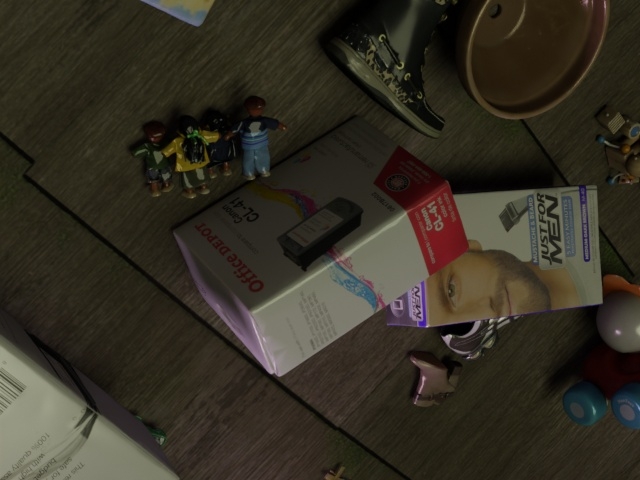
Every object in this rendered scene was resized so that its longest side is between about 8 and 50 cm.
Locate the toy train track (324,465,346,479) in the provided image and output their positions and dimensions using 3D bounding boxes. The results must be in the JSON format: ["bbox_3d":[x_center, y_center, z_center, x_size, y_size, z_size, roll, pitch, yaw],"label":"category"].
[{"bbox_3d":[0.030,0.383,2.178,0.083,0.014,0.048,33,90,-49],"label":"toy train track"}]

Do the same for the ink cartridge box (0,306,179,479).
[{"bbox_3d":[-0.411,0.252,1.630,0.285,0.166,0.395,-45,122,-2],"label":"ink cartridge box"}]

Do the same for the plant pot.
[{"bbox_3d":[0.264,-0.291,1.834,0.237,0.110,0.237,-17,126,-25],"label":"plant pot"}]

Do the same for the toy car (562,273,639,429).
[{"bbox_3d":[0.513,0.161,2.292,0.219,0.210,0.238,-28,103,-34],"label":"toy car"}]

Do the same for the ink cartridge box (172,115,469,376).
[{"bbox_3d":[0.000,0.000,1.758,0.306,0.226,0.131,-32,132,-15],"label":"ink cartridge box"}]

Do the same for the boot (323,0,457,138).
[{"bbox_3d":[0.130,-0.251,1.784,0.178,0.085,0.236,-53,134,2],"label":"boot"}]

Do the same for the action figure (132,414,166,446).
[{"bbox_3d":[-0.314,0.292,1.846,0.232,0.063,0.137,-14,123,-32],"label":"action figure"}]

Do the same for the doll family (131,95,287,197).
[{"bbox_3d":[-0.136,-0.120,1.694,0.193,0.076,0.111,-20,124,-30],"label":"doll family"}]

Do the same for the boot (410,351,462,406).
[{"bbox_3d":[0.170,0.223,2.155,0.118,0.042,0.087,16,116,-33],"label":"boot"}]

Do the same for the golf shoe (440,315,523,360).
[{"bbox_3d":[0.265,0.096,2.112,0.094,0.077,0.198,31,97,-43],"label":"golf shoe"}]

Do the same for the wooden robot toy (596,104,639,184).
[{"bbox_3d":[0.487,-0.135,2.115,0.076,0.079,0.173,-35,133,-11],"label":"wooden robot toy"}]

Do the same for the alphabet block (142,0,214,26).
[{"bbox_3d":[-0.184,-0.368,1.410,0.192,0.193,0.197,21,105,-43],"label":"alphabet block"}]

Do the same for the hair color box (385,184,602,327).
[{"bbox_3d":[0.253,0.018,1.986,0.339,0.110,0.185,-5,93,-31],"label":"hair color box"}]
